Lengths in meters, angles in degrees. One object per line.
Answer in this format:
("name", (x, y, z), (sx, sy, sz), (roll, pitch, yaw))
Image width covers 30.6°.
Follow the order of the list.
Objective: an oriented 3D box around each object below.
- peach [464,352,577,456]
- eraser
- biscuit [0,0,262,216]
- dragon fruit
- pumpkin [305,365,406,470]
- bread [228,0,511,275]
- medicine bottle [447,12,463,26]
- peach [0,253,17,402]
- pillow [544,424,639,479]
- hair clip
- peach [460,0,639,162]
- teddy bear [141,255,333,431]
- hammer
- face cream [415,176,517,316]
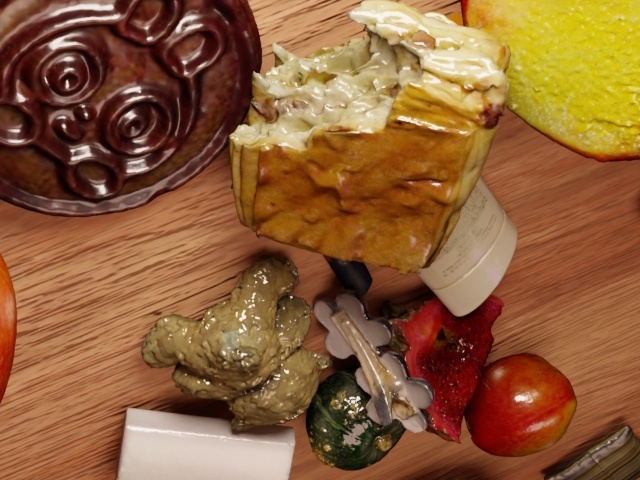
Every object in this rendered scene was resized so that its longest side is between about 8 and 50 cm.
("peach", (0.341, 0.295, 2.063), (0.197, 0.197, 0.197), (-14, 134, -15))
("eraser", (-0.188, 0.364, 1.871), (0.270, 0.095, 0.174), (8, 115, -11))
("biscuit", (-0.263, -0.191, 1.398), (0.407, 0.091, 0.407), (-14, 133, -15))
("dragon fruit", (0.166, 0.176, 1.908), (0.211, 0.262, 0.134), (39, 150, -22))
("pumpkin", (0.061, 0.297, 1.949), (0.190, 0.146, 0.190), (-13, 122, -22))
("bread", (0.058, -0.145, 1.459), (0.314, 0.191, 0.370), (16, 136, 5))
("medicine bottle", (0.251, -0.242, 1.598), (0.192, 0.096, 0.096), (9, 124, -33))
("peach", (-0.531, 0.110, 1.339), (0.388, 0.388, 0.388), (-14, 134, -15))
("pillow", (0.592, 0.482, 2.445), (0.208, 0.052, 0.212), (-35, 134, 11))
("hair clip", (0.080, 0.191, 1.810), (0.075, 0.257, 0.146), (-24, 172, -38))
("peach", (0.360, -0.301, 1.424), (0.406, 0.310, 0.335), (35, 146, -18))
("teddy bear", (-0.099, 0.179, 1.765), (0.267, 0.156, 0.256), (-34, 137, 3))
("hammer", (0.000, 0.000, 1.733), (0.137, 0.037, 0.290), (-33, 135, 4))
("face cream", (0.185, -0.032, 1.756), (0.173, 0.081, 0.348), (-49, 135, -4))
